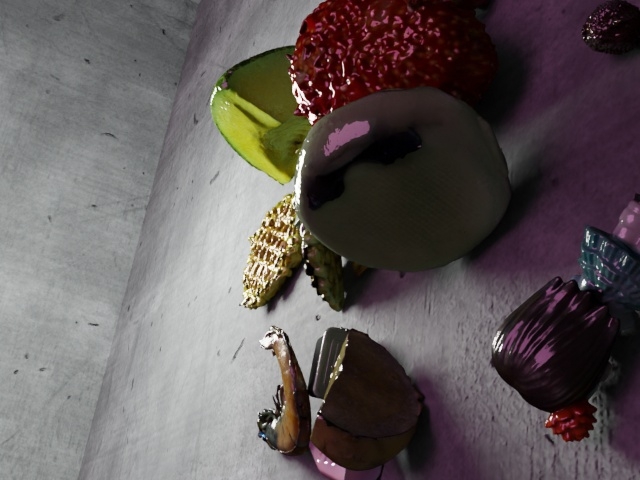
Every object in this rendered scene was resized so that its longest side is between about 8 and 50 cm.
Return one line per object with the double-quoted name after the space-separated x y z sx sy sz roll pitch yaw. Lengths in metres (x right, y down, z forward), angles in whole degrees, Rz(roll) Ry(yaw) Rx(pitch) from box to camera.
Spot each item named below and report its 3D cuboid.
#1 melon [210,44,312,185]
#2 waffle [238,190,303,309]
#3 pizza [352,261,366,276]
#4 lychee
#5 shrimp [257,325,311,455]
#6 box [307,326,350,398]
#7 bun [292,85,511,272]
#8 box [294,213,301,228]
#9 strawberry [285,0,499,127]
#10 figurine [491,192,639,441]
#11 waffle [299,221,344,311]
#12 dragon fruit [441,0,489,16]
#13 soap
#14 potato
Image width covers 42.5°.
-0.075 -0.245 1.688 0.343 0.331 0.226 -24 86 66 "melon"
-0.102 0.021 1.780 0.254 0.052 0.245 -49 29 37 "waffle"
0.091 -0.004 1.406 0.123 0.026 0.109 -57 17 34 "pizza"
0.350 -0.252 0.981 0.068 0.067 0.083 -38 4 6 "lychee"
-0.073 0.260 1.412 0.290 0.054 0.222 132 129 -66 "shrimp"
0.027 0.204 1.312 0.069 0.084 0.122 142 143 -67 "box"
0.112 -0.101 1.125 0.293 0.293 0.187 -46 26 43 "bun"
0.045 -0.154 1.578 0.270 0.045 0.211 -48 21 39 "box"
0.111 -0.281 1.268 0.343 0.292 0.292 -26 48 56 "strawberry"
0.279 0.075 0.834 0.246 0.110 0.138 -56 44 15 "figurine"
0.000 0.000 1.428 0.214 0.054 0.208 65 -160 -55 "waffle"
0.246 -0.413 1.353 0.112 0.068 0.126 -54 13 8 "dragon fruit"
0.039 0.309 1.226 0.149 0.056 0.100 -1 73 66 "soap"
0.065 0.236 1.144 0.243 0.138 0.098 -62 -9 -62 "potato"
